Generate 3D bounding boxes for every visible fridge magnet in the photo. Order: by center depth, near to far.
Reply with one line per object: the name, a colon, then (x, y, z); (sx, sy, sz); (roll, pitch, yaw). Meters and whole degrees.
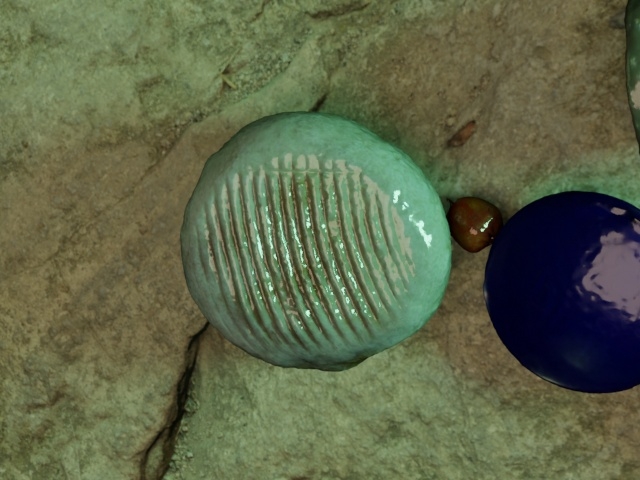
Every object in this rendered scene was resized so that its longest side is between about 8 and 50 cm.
fridge magnet: (0.334, 0.065, 1.381); (0.265, 0.112, 0.265); (10, 111, 27)

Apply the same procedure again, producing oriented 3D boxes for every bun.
bun: (0.000, 0.000, 1.432); (0.361, 0.211, 0.362); (5, 104, 19)

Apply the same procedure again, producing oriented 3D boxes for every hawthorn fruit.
hawthorn fruit: (0.200, -0.022, 1.437); (0.077, 0.077, 0.077); (5, 106, 17)

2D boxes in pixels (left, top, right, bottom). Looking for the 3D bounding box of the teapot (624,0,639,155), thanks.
teapot: (0.515, -0.226, 1.181); (0.361, 0.305, 0.376); (-7, 75, 27)
